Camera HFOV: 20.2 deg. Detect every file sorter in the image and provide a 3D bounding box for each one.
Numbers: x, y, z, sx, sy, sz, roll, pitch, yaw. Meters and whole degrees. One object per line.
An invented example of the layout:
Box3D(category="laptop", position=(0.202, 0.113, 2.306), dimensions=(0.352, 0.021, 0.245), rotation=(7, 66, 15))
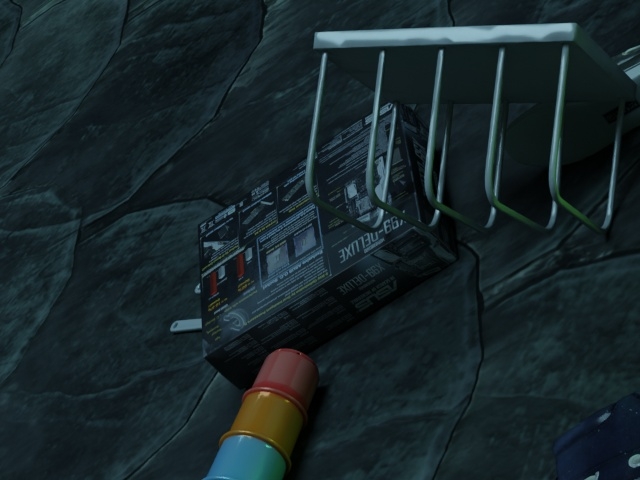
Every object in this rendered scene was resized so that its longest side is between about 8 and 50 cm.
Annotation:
Box3D(category="file sorter", position=(0.149, -0.103, 1.798), dimensions=(0.277, 0.193, 0.173), rotation=(1, 78, 28))

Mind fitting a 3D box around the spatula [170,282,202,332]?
Box3D(category="spatula", position=(-0.082, 0.050, 2.198), dimensions=(0.242, 0.019, 0.168), rotation=(-8, 49, 50))

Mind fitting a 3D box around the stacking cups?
Box3D(category="stacking cups", position=(-0.083, 0.241, 1.839), dimensions=(0.096, 0.096, 0.316), rotation=(-19, 36, 39))

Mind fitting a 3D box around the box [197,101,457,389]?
Box3D(category="box", position=(0.000, 0.000, 2.061), dimensions=(0.307, 0.076, 0.242), rotation=(-33, 35, 19))

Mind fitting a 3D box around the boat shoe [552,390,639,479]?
Box3D(category="boat shoe", position=(0.314, 0.160, 1.378), dimensions=(0.340, 0.127, 0.158), rotation=(-29, 38, 28))

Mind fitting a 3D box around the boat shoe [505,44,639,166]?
Box3D(category="boat shoe", position=(0.296, -0.147, 1.903), dimensions=(0.219, 0.078, 0.070), rotation=(-23, 34, 20))
